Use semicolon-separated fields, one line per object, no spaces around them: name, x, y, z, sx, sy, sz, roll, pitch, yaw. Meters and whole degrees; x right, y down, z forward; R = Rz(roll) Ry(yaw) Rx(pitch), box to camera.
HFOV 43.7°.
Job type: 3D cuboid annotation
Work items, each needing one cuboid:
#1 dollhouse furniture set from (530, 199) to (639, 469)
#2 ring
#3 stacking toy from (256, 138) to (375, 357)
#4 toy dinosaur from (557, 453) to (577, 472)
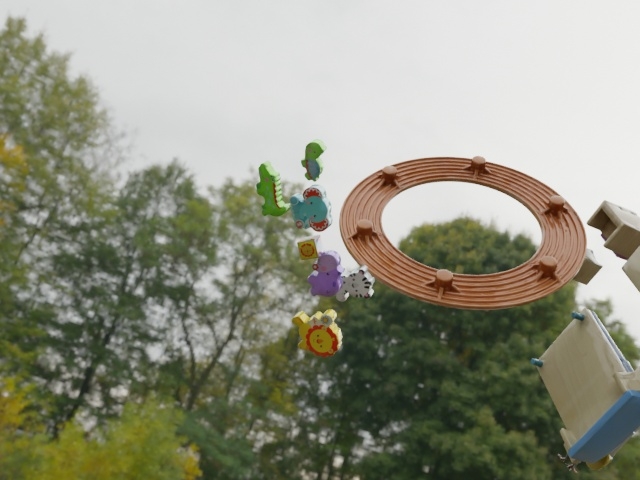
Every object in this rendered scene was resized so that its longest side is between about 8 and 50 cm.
dollhouse furniture set;0.468;0.159;1.205;0.198;0.286;0.303;19;-61;-22
ring;0.193;-0.030;1.093;0.337;0.336;0.032;13;-50;14
stacking toy;0.000;0.000;0.913;0.052;0.221;0.167;-10;14;20
toy dinosaur;0.511;0.412;1.577;0.090;0.082;0.047;37;15;-50
